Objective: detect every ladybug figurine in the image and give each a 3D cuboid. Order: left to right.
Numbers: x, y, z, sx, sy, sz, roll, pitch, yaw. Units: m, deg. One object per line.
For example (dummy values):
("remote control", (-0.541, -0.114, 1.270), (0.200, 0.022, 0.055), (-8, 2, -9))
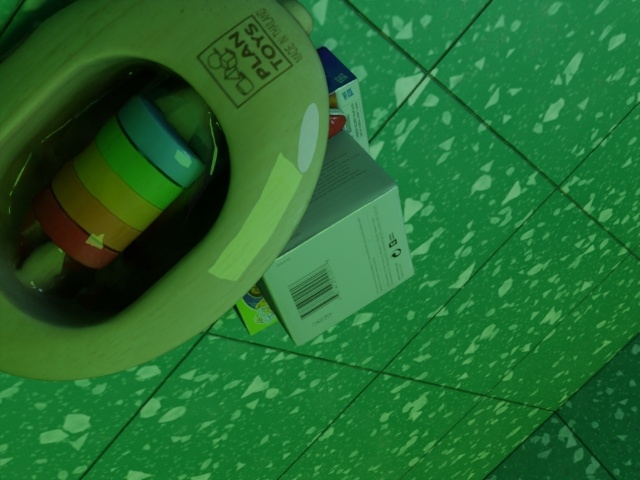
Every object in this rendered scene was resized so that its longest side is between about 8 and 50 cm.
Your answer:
("ladybug figurine", (-0.175, -0.059, 0.722), (0.449, 0.305, 0.162), (-38, -178, 10))

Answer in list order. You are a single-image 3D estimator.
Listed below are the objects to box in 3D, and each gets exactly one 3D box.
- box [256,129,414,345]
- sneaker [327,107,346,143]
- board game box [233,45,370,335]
("box", (0.000, 0.000, 0.900), (0.182, 0.119, 0.181), (-31, 143, -9))
("sneaker", (-0.012, -0.101, 0.826), (0.118, 0.067, 0.042), (-25, 142, -16))
("board game box", (-0.046, -0.046, 0.980), (0.233, 0.078, 0.347), (-29, 143, -11))
